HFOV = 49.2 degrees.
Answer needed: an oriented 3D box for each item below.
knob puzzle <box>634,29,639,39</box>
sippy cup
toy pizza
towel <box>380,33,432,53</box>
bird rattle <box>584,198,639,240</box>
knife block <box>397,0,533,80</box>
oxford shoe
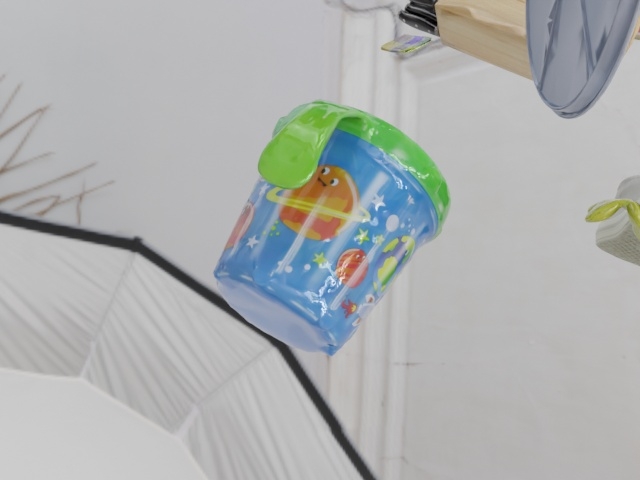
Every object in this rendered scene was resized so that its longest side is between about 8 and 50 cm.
[{"bbox_3d":[0.233,-0.204,0.513,0.213,0.213,0.030,8,-118,58],"label":"knob puzzle"},{"bbox_3d":[0.000,0.000,0.811,0.240,0.305,0.224,-1,-129,53],"label":"sippy cup"},{"bbox_3d":[0.154,-0.168,0.386,0.201,0.032,0.201,2,90,-88],"label":"toy pizza"},{"bbox_3d":[0.142,-0.329,1.171,0.083,0.060,0.009,40,-26,59],"label":"towel"},{"bbox_3d":[0.382,-0.050,0.647,0.253,0.143,0.207,-46,-155,-14],"label":"bird rattle"},{"bbox_3d":[0.249,-0.370,1.183,0.242,0.088,0.275,-9,-126,14],"label":"knife block"},{"bbox_3d":[0.485,-0.041,0.910,0.130,0.169,0.449,-63,175,-1],"label":"oxford shoe"}]
